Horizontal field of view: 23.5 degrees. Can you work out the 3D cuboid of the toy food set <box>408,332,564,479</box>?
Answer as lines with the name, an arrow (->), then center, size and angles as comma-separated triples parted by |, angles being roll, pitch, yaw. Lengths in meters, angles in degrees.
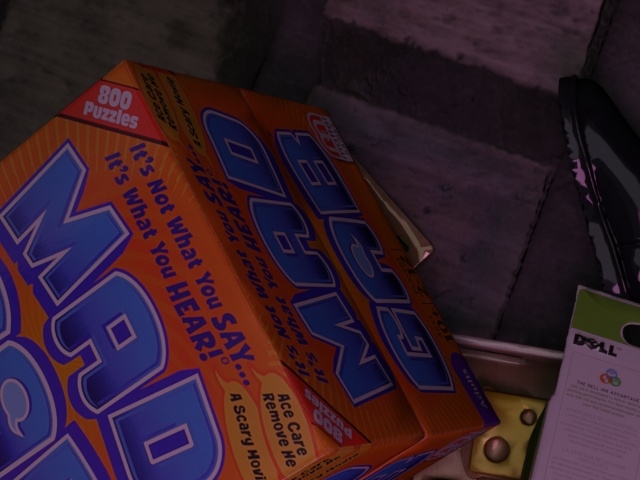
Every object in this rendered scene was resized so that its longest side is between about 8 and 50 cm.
toy food set -> 0.144, 0.247, 1.486 | 0.219, 0.092, 0.306 | 8, 86, 13

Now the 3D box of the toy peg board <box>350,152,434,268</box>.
toy peg board -> 0.000, 0.000, 1.553 | 0.160, 0.079, 0.161 | -42, 77, 5

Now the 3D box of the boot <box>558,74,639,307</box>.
boot -> 0.350, -0.062, 1.473 | 0.207, 0.094, 0.247 | -15, 87, 14

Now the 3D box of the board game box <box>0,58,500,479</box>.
board game box -> -0.126, 0.106, 1.375 | 0.356, 0.356, 0.356 | -35, 72, 22

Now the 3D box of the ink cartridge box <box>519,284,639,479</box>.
ink cartridge box -> 0.290, 0.190, 1.413 | 0.188, 0.097, 0.255 | 17, 54, 4
